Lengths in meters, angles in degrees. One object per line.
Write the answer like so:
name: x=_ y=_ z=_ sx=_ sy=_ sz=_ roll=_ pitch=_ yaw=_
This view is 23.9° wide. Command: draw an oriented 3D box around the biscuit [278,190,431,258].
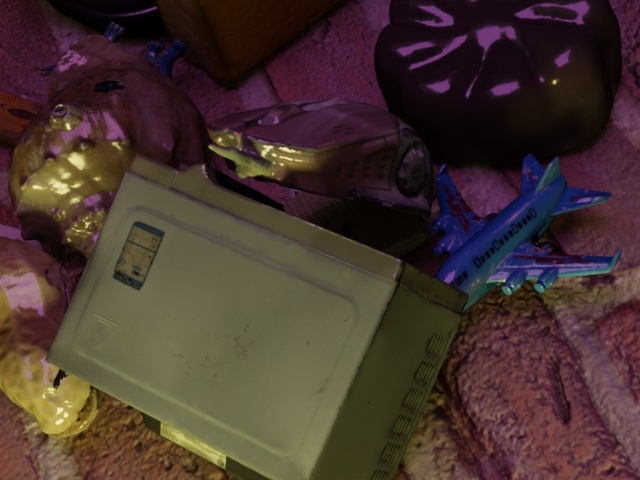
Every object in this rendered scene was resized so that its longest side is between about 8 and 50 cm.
biscuit: x=0.000 y=0.000 z=1.830 sx=0.250 sy=0.046 sz=0.147 roll=-28 pitch=53 yaw=-8

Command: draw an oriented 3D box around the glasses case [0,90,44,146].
glasses case: x=-0.374 y=-0.147 z=2.042 sx=0.170 sy=0.041 sz=0.064 roll=19 pitch=71 yaw=25

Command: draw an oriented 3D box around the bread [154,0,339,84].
bread: x=-0.084 y=-0.413 z=1.993 sx=0.333 sy=0.323 sz=0.143 roll=-38 pitch=54 yaw=-17

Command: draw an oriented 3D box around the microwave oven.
microwave oven: x=-0.064 y=0.098 z=1.629 sx=0.355 sy=0.218 sz=0.286 roll=22 pitch=89 yaw=28

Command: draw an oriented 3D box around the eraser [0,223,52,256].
eraser: x=-0.423 y=0.024 z=1.934 sx=0.150 sy=0.023 sz=0.104 roll=13 pitch=58 yaw=23

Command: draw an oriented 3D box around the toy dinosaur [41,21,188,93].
toy dinosaur: x=-0.243 y=-0.223 z=2.042 sx=0.329 sy=0.076 sz=0.144 roll=34 pitch=97 yaw=31

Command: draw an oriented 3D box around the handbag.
handbag: x=-0.276 y=-0.409 z=2.185 sx=0.308 sy=0.093 sz=0.254 roll=27 pitch=62 yaw=30

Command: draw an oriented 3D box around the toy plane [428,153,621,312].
toy plane: x=0.206 y=0.007 z=1.735 sx=0.254 sy=0.105 sz=0.271 roll=30 pitch=67 yaw=32

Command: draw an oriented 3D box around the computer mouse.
computer mouse: x=0.000 y=-0.107 z=1.670 sx=0.199 sy=0.389 sz=0.115 roll=12 pitch=92 yaw=37

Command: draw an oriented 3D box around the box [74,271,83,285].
box: x=-0.259 y=0.054 z=1.869 sx=0.082 sy=0.023 sz=0.051 roll=-20 pitch=50 yaw=-2

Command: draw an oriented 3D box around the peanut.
peanut: x=-0.336 y=0.107 z=1.775 sx=0.130 sy=0.130 sz=0.290 roll=-25 pitch=59 yaw=-6

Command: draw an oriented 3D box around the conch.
conch: x=-0.257 y=-0.119 z=1.881 sx=0.263 sy=0.186 sz=0.324 roll=-1 pitch=78 yaw=-15

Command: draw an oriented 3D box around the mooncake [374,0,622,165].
mooncake: x=0.222 y=-0.231 z=1.881 sx=0.306 sy=0.154 sz=0.306 roll=-8 pitch=57 yaw=12
